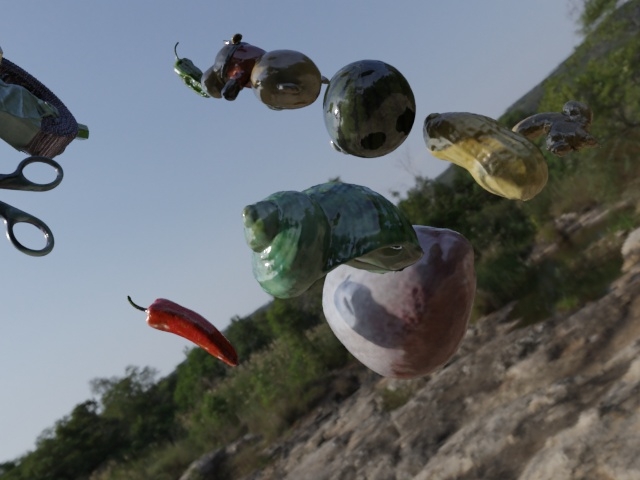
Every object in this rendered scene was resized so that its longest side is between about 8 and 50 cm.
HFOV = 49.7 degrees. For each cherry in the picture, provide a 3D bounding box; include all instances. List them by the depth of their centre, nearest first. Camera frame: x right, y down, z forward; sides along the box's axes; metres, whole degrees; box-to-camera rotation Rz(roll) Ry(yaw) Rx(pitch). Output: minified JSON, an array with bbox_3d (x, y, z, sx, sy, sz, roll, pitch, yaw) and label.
[{"bbox_3d":[0.163,0.115,1.467,0.291,0.326,0.335,-26,-47,-47],"label":"cherry"}]

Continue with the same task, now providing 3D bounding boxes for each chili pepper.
[{"bbox_3d":[-0.271,0.171,1.381,0.063,0.272,0.071,-47,-22,-56],"label":"chili pepper"},{"bbox_3d":[-0.411,-0.522,2.159,0.072,0.204,0.073,-51,-9,36],"label":"chili pepper"}]

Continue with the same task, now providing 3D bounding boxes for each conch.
[{"bbox_3d":[0.002,-0.003,0.781,0.188,0.122,0.175,-15,15,-29],"label":"conch"}]

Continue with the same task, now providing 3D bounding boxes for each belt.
[{"bbox_3d":[-0.774,-0.346,1.754,0.122,0.325,0.260,-41,27,16],"label":"belt"}]

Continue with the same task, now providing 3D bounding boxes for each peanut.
[{"bbox_3d":[0.349,-0.192,1.494,0.147,0.305,0.147,-43,-24,-25],"label":"peanut"}]

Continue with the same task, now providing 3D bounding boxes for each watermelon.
[{"bbox_3d":[0.105,-0.283,1.502,0.212,0.212,0.212,-37,-4,-3],"label":"watermelon"}]

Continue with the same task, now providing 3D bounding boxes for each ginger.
[{"bbox_3d":[0.517,-0.239,1.537,0.214,0.133,0.058,-10,-28,43],"label":"ginger"}]

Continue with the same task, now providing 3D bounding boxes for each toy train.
[{"bbox_3d":[-0.721,-0.324,2.035,0.042,0.044,0.209,-2,3,3],"label":"toy train"}]

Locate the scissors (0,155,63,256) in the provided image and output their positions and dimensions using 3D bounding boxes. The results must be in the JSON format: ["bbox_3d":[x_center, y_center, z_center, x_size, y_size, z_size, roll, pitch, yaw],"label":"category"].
[{"bbox_3d":[-0.733,-0.110,1.433,0.383,0.256,0.029,15,-36,-34],"label":"scissors"}]

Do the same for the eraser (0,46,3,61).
[{"bbox_3d":[-0.628,-0.338,1.319,0.019,0.038,0.083,-15,-27,-46],"label":"eraser"}]

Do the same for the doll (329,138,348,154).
[{"bbox_3d":[0.109,-0.321,2.014,0.153,0.195,0.258,1,-33,11],"label":"doll"}]

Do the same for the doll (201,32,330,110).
[{"bbox_3d":[-0.147,-0.441,1.819,0.235,0.329,0.174,-33,-43,-59],"label":"doll"}]
